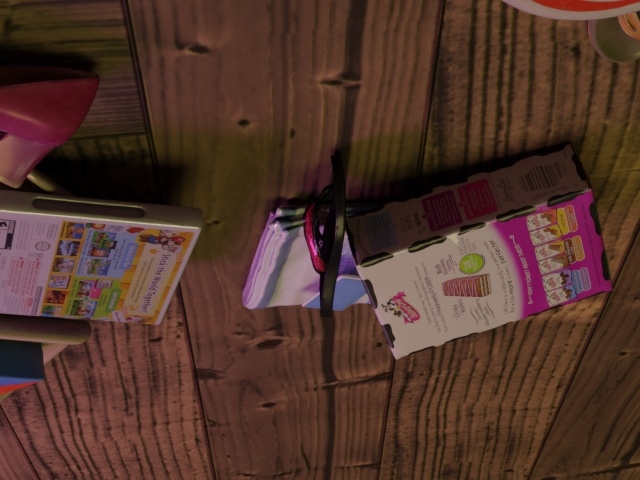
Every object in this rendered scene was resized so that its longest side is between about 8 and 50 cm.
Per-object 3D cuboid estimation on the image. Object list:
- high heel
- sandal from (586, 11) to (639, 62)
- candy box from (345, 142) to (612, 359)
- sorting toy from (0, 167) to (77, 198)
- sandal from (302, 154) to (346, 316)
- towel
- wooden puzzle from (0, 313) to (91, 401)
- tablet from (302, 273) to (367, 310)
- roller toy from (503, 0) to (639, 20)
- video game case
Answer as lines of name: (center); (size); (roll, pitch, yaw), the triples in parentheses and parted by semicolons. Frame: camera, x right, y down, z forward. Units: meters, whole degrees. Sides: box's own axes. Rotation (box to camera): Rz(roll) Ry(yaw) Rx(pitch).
high heel: (-0.291, -0.136, 1.056); (0.244, 0.082, 0.117); (33, 105, -33)
sandal: (0.264, -0.192, 1.075); (0.072, 0.049, 0.180); (2, 151, -16)
candy box: (0.157, 0.014, 1.349); (0.233, 0.071, 0.159); (-18, 136, 4)
sorting toy: (-0.304, -0.015, 1.301); (0.208, 0.038, 0.193); (-14, 151, 23)
sandal: (0.000, 0.000, 1.310); (0.040, 0.067, 0.179); (5, 127, -3)
towel: (0.066, 0.024, 1.452); (0.285, 0.034, 0.209); (1, 152, -14)
wooden puzzle: (-0.462, 0.156, 1.477); (0.322, 0.080, 0.348); (8, 154, -37)
tablet: (0.023, 0.056, 1.460); (0.054, 0.006, 0.083); (8, 152, -32)
roller toy: (0.181, -0.238, 0.869); (0.209, 0.146, 0.191); (-4, 152, -6)
video game case: (-0.235, 0.020, 1.305); (0.206, 0.026, 0.227); (5, 152, -15)
